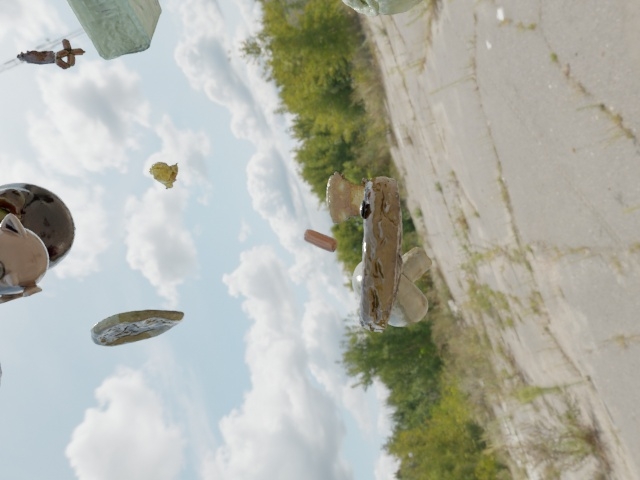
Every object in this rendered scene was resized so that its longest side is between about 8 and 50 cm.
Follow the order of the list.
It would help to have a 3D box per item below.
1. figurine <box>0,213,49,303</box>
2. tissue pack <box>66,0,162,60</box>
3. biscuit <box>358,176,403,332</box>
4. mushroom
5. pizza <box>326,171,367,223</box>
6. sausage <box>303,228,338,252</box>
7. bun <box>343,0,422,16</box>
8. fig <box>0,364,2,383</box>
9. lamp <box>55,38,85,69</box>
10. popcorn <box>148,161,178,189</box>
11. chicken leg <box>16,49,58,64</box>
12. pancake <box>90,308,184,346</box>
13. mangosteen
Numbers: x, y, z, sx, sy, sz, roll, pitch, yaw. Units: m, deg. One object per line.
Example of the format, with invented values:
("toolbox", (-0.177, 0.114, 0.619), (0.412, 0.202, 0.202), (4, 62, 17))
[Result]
("figurine", (-0.518, 0.034, 0.792), (0.125, 0.125, 0.138), (-75, -32, -76))
("tissue pack", (-0.718, -0.858, 1.655), (0.405, 0.205, 0.332), (-105, -5, -49))
("biscuit", (0.109, 0.024, 0.853), (0.296, 0.075, 0.296), (3, -90, -82))
("mushroom", (0.192, 0.117, 1.206), (0.206, 0.209, 0.206), (52, -166, -19))
("pizza", (0.114, -0.131, 1.422), (0.069, 0.193, 0.154), (-55, -38, -76))
("sausage", (0.000, 0.000, 1.086), (0.034, 0.083, 0.034), (-54, -22, -34))
("bun", (0.122, -0.546, 0.983), (0.259, 0.259, 0.160), (-44, -30, -81))
("fig", (-0.455, 0.173, 0.526), (0.202, 0.148, 0.150), (-69, -4, -57))
("lamp", (-0.699, -0.510, 1.336), (0.063, 0.031, 0.083), (29, -114, -31))
("popcorn", (-0.425, -0.192, 1.334), (0.084, 0.084, 0.084), (-19, -90, -82))
("chicken leg", (-1.053, -0.706, 1.843), (0.093, 0.204, 0.053), (-171, 69, -78))
("pancake", (-0.579, 0.275, 1.533), (0.294, 0.294, 0.050), (45, -156, -72))
("mangosteen", (-0.922, -0.048, 1.499), (0.297, 0.296, 0.293), (-101, 27, -45))
